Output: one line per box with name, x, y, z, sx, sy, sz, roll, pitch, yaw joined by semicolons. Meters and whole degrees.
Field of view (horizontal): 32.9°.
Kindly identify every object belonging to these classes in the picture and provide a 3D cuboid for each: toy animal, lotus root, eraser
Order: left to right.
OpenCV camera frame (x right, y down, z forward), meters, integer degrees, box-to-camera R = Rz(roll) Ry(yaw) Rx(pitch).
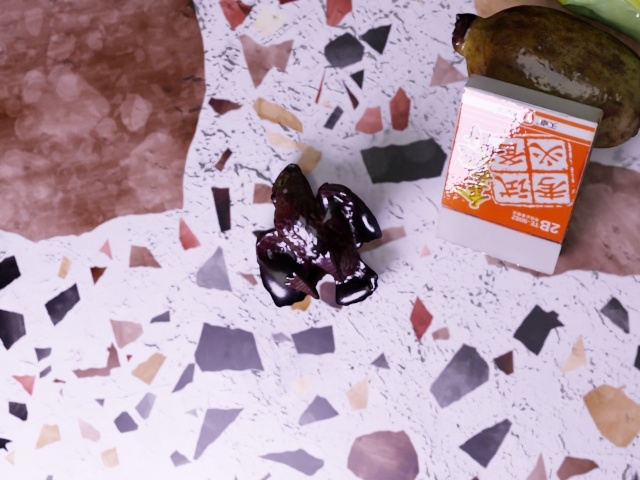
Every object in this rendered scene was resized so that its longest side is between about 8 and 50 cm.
toy animal;-0.004;-0.007;1.405;0.218;0.116;0.180;-42;51;40
eraser;0.230;-0.074;1.290;0.157;0.038;0.230;18;132;14
lotus root;0.272;-0.202;1.292;0.260;0.128;0.145;28;85;7

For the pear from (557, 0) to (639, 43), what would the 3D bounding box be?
pear;0.341;-0.321;1.207;0.292;0.292;0.159;33;91;12
